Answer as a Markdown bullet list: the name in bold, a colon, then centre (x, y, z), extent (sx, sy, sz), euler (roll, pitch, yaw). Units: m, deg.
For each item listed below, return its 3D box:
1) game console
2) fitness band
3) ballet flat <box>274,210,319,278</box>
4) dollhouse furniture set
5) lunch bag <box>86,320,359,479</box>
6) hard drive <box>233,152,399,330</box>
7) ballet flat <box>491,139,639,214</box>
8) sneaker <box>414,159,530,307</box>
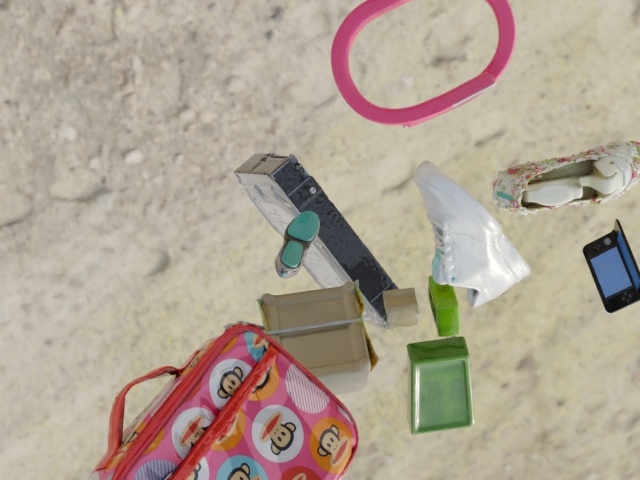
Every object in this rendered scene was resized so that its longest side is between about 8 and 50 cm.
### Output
- **game console**: centre (0.465, 0.042, 1.885), extent (0.107, 0.122, 0.071), euler (-31, 157, 36)
- **fitness band**: centre (0.158, -0.295, 1.819), extent (0.290, 0.209, 0.054), euler (-25, 177, 6)
- **ballet flat**: centre (-0.032, 0.008, 1.495), extent (0.041, 0.114, 0.041), euler (10, 130, 13)
- **dollhouse furniture set**: centre (0.065, 0.179, 1.786), extent (0.301, 0.198, 0.151), euler (-7, 129, -1)
- **lunch bag**: centre (-0.120, 0.243, 1.326), extent (0.258, 0.293, 0.120), euler (45, 148, -13)
- **hard drive**: centre (0.000, 0.000, 2.018), extent (0.064, 0.237, 0.339), euler (-41, 107, -13)
- **ballet flat**: centre (0.351, -0.076, 1.611), extent (0.240, 0.077, 0.091), euler (-15, 112, -11)
- **sneaker**: centre (0.151, 0.003, 1.306), extent (0.094, 0.080, 0.212), euler (-41, 127, 2)
